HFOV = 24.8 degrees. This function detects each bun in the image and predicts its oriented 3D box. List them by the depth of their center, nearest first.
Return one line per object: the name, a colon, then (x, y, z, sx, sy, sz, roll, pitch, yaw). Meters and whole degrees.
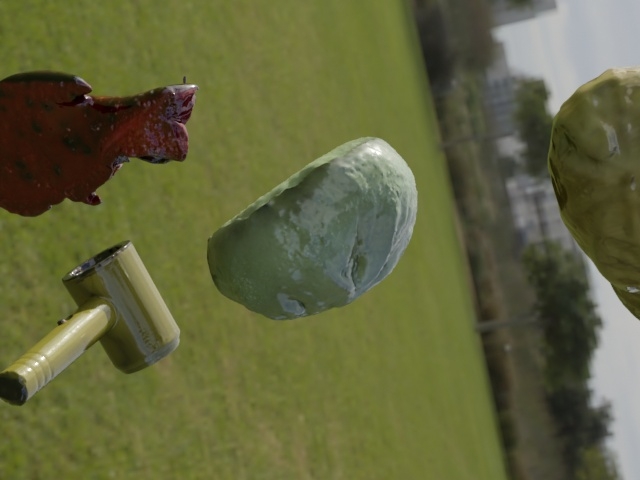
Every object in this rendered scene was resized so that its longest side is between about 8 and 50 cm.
bun: (0.000, 0.000, 1.247, 0.118, 0.195, 0.195, 60, 7, 2)

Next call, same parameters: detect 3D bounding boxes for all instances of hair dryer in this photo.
hair dryer: (-0.260, 0.114, 1.595, 0.135, 0.090, 0.278, 63, 29, -11)

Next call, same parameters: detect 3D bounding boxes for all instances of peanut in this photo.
peanut: (0.233, -0.017, 0.966, 0.290, 0.130, 0.130, 38, 38, -59)

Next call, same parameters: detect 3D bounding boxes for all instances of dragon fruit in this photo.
dragon fruit: (-0.172, -0.101, 1.101, 0.122, 0.192, 0.092, 65, 34, -25)
